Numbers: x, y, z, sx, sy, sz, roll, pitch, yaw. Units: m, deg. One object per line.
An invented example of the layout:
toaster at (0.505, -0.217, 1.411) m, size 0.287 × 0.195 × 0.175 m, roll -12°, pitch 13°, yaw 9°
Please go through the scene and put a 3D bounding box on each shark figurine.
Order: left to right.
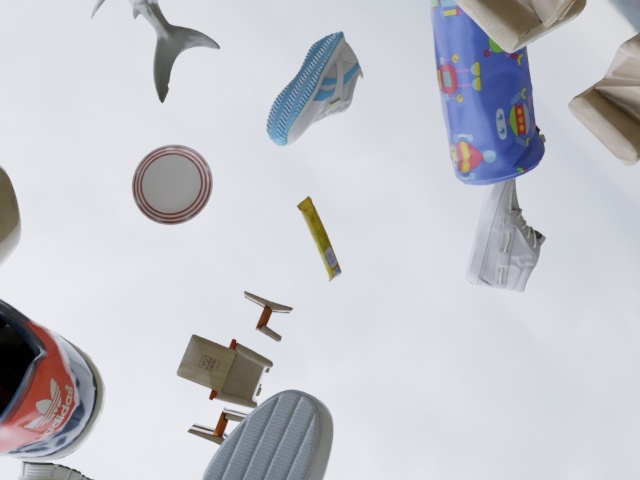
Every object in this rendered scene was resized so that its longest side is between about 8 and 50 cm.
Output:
shark figurine at (-0.190, -0.252, 0.850) m, size 0.166 × 0.278 × 0.116 m, roll 38°, pitch -107°, yaw -6°

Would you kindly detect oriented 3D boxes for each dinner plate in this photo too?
dinner plate at (-0.252, -0.095, 1.390) m, size 0.141 × 0.141 × 0.017 m, roll 32°, pitch 180°, yaw -32°

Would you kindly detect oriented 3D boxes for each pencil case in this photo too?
pencil case at (0.218, -0.223, 1.059) m, size 0.119 × 0.133 × 0.306 m, roll -144°, pitch 41°, yaw -70°

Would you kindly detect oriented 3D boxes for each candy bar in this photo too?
candy bar at (0.000, 0.000, 1.461) m, size 0.040 × 0.018 × 0.161 m, roll -41°, pitch -65°, yaw -44°

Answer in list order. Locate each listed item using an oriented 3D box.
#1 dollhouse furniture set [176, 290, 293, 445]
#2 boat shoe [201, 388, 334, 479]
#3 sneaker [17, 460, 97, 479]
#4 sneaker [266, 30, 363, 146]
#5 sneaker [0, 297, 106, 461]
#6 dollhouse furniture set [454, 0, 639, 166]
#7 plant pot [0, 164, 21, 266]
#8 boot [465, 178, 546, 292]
dollhouse furniture set at (-0.155, 0.211, 1.380) m, size 0.135 × 0.262 × 0.259 m, roll 22°, pitch 172°, yaw -2°
boat shoe at (-0.070, 0.286, 0.768) m, size 0.109 × 0.302 × 0.094 m, roll 20°, pitch 166°, yaw 34°
sneaker at (-0.307, 0.344, 1.022) m, size 0.208 × 0.081 × 0.094 m, roll 43°, pitch -130°, yaw -46°
sneaker at (-0.001, -0.222, 1.270) m, size 0.092 × 0.087 × 0.229 m, roll 51°, pitch -124°, yaw -31°
sneaker at (-0.332, 0.057, 0.602) m, size 0.350 × 0.131 × 0.148 m, roll 18°, pitch 164°, yaw 5°
dollhouse furniture set at (0.258, -0.336, 0.595) m, size 0.256 × 0.362 × 0.394 m, roll -33°, pitch -106°, yaw -38°
plant pot at (-0.559, -0.035, 1.208) m, size 0.191 × 0.284 × 0.284 m, roll -16°, pitch -113°, yaw -35°
boot at (0.356, -0.028, 1.508) m, size 0.123 × 0.258 × 0.095 m, roll 12°, pitch -156°, yaw 6°
